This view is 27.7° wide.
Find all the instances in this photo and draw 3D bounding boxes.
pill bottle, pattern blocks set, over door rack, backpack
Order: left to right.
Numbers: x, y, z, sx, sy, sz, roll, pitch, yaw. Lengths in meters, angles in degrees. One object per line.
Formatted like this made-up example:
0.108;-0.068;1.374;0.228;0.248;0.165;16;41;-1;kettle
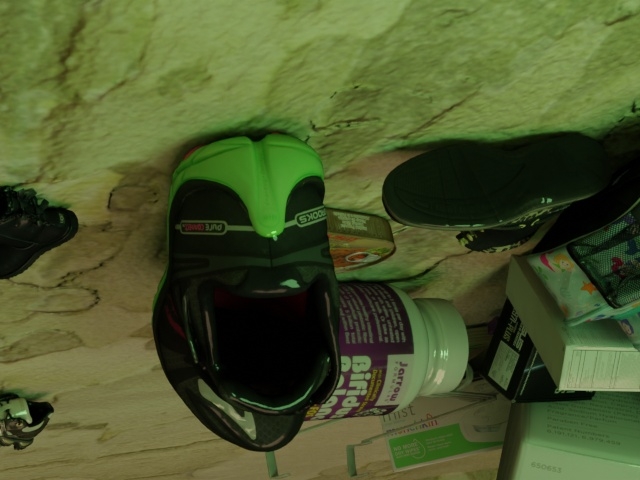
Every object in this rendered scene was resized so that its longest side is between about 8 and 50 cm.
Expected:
0.026;0.137;1.607;0.302;0.169;0.169;0;159;-28;pill bottle
0.091;0.250;1.962;0.324;0.108;0.240;-35;152;27;over door rack
0.186;0.172;2.027;0.286;0.026;0.325;-2;160;-25;pattern blocks set
0.349;0.001;1.338;0.225;0.191;0.253;-32;-177;-34;backpack

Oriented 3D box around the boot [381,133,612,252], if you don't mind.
0.154;-0.031;1.303;0.237;0.085;0.178;-10;164;-19;boot

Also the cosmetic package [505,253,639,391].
0.287;0.090;1.475;0.099;0.060;0.239;4;-157;-8;cosmetic package

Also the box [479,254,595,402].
0.309;0.116;1.688;0.147;0.077;0.180;3;114;-35;box

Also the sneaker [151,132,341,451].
-0.076;0.101;1.269;0.185;0.202;0.482;-6;147;-4;sneaker

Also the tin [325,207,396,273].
0.000;0.000;1.399;0.190;0.040;0.106;8;158;-45;tin

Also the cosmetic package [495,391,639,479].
0.421;0.353;1.844;0.328;0.329;0.393;10;-157;7;cosmetic package

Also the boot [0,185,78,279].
-0.295;-0.006;1.201;0.121;0.045;0.099;-27;159;23;boot

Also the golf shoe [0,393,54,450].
-0.466;0.247;1.839;0.094;0.077;0.198;-36;156;24;golf shoe

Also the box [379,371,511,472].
0.252;0.290;2.198;0.262;0.126;0.231;-15;176;13;box
